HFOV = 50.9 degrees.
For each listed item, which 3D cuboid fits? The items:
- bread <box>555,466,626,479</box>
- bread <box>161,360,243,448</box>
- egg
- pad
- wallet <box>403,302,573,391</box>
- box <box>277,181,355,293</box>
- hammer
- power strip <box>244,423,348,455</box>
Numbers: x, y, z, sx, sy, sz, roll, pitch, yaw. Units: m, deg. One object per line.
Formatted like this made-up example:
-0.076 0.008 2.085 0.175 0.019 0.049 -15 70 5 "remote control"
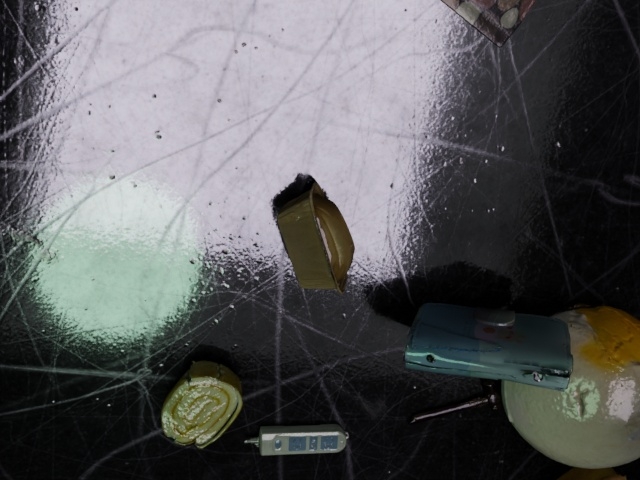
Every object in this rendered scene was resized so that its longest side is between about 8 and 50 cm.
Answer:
0.491 0.546 1.303 0.134 0.129 0.260 6 104 -10 "bread"
-0.202 0.280 1.139 0.117 0.064 0.156 38 98 -13 "bread"
0.499 0.283 1.189 0.337 0.201 0.336 -2 107 -6 "egg"
0.240 -0.428 1.034 0.235 0.003 0.158 33 99 -17 "pad"
0.273 0.169 1.093 0.251 0.176 0.075 6 108 16 "wallet"
0.000 0.000 1.070 0.111 0.111 0.177 -20 109 -3 "box"
0.245 0.308 1.247 0.178 0.021 0.065 -14 108 -2 "hammer"
-0.041 0.357 1.206 0.191 0.030 0.047 1 106 -10 "power strip"
